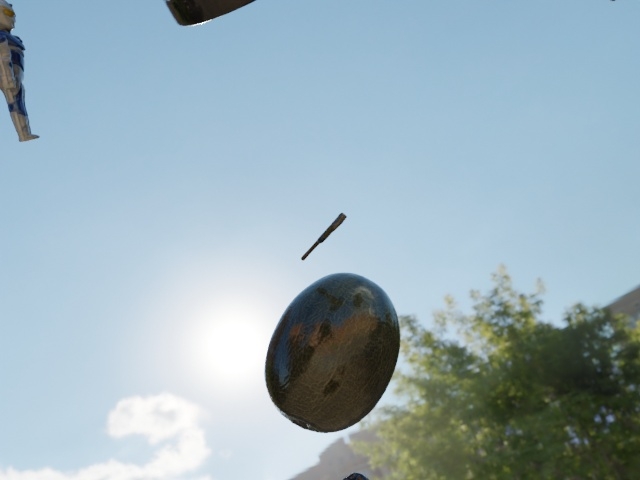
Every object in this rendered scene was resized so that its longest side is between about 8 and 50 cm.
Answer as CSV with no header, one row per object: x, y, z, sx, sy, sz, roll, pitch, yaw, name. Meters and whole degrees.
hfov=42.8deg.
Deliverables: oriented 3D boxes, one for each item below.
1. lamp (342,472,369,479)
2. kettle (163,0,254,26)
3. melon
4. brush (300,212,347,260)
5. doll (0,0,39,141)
0.117,0.493,0.931,0.272,0.374,0.205,-51,-29,-13,lamp
-0.125,-0.448,0.931,0.228,0.321,0.324,-42,-61,-27,kettle
0.025,0.201,1.509,0.238,0.301,0.237,22,-23,10,melon
0.000,0.000,1.446,0.043,0.014,0.170,-47,0,-34,brush
-0.443,-0.253,1.160,0.057,0.227,0.114,-17,11,-9,doll
